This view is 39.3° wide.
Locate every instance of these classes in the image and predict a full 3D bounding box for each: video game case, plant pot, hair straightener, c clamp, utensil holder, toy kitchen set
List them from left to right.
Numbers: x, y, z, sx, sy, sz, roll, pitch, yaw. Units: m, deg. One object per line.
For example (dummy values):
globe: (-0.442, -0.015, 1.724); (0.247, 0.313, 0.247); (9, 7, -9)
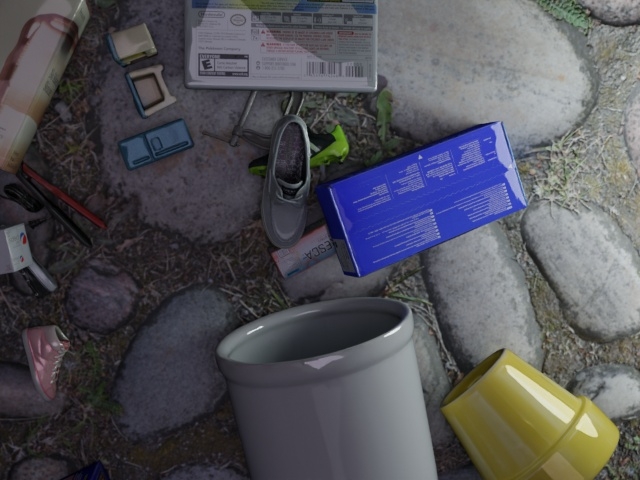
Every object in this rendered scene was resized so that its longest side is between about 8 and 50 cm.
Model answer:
hair straightener: (-0.477, -0.061, 1.515); (0.230, 0.047, 0.089); (38, 90, -10)
toy kitchen set: (-0.299, -0.227, 1.457); (0.122, 0.166, 0.207); (-22, 99, -5)
c clamp: (-0.106, -0.224, 1.539); (0.137, 0.022, 0.161); (26, 79, 2)
video game case: (-0.066, -0.404, 1.521); (0.329, 0.036, 0.300); (0, 91, -7)
utensil holder: (0.026, 0.324, 1.496); (0.327, 0.327, 0.386); (-14, 101, -6)
plant pot: (0.350, 0.330, 1.588); (0.254, 0.254, 0.239); (-43, 84, -1)

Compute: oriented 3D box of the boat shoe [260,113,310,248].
boat shoe: (-0.057, -0.095, 1.492); (0.079, 0.081, 0.228); (2, 98, -6)

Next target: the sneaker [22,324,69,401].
sneaker: (-0.462, 0.209, 1.547); (0.070, 0.051, 0.134); (-14, 94, 0)

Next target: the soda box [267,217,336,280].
soda box: (0.000, 0.000, 1.578); (0.183, 0.063, 0.058); (-28, 102, -3)

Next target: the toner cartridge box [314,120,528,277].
toner cartridge box: (0.178, -0.075, 1.547); (0.347, 0.075, 0.165); (-21, 100, -18)

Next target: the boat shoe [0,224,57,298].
boat shoe: (-0.507, 0.038, 1.523); (0.040, 0.049, 0.142); (-37, 102, -1)

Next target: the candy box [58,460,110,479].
candy box: (-0.366, 0.573, 1.496); (0.122, 0.268, 0.317); (-26, 99, 0)

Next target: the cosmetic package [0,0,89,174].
cosmetic package: (-0.488, -0.265, 1.421); (0.129, 0.153, 0.296); (24, 88, -10)

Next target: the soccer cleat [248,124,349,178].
soccer cleat: (-0.040, -0.155, 1.562); (0.178, 0.060, 0.072); (-12, 74, -2)

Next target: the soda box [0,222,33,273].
soda box: (-0.591, 0.028, 1.472); (0.216, 0.069, 0.074); (-10, 99, 11)
